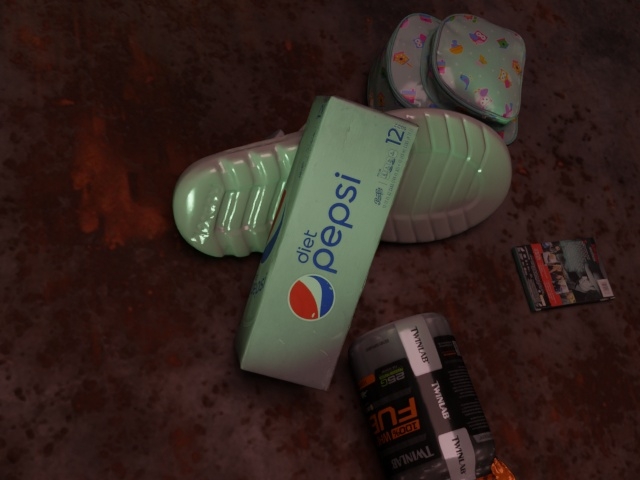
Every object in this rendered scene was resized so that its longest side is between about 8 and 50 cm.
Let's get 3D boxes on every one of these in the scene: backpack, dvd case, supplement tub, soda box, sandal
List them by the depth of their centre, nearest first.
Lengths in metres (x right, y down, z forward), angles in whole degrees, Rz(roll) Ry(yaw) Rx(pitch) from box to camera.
[{"bbox_3d":[0.000,0.000,0.845,0.098,0.091,0.286,17,96,-13],"label":"soda box"},{"bbox_3d":[0.109,0.182,0.859,0.117,0.117,0.190,-12,69,-21],"label":"supplement tub"},{"bbox_3d":[0.031,-0.082,0.960,0.416,0.169,0.102,-5,31,-19],"label":"sandal"},{"bbox_3d":[0.159,-0.198,1.037,0.188,0.144,0.166,14,68,-7],"label":"backpack"},{"bbox_3d":[0.307,0.042,1.041,0.119,0.013,0.087,-7,68,-18],"label":"dvd case"}]

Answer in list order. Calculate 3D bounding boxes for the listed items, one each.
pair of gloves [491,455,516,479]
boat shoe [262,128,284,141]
[{"bbox_3d":[0.181,0.278,0.896,0.083,0.010,0.074,-30,77,-25],"label":"pair of gloves"},{"bbox_3d":[-0.067,-0.090,0.984,0.035,0.035,0.100,47,55,-23],"label":"boat shoe"}]
